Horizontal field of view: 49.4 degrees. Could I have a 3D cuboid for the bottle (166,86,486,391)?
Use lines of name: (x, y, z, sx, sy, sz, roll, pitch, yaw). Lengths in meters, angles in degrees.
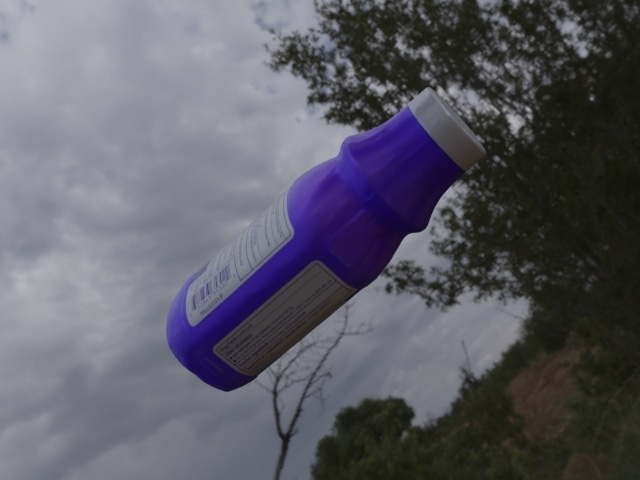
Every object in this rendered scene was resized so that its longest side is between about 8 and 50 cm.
bottle: (0.000, 0.000, 0.549, 0.283, 0.092, 0.118, -41, 19, 18)
